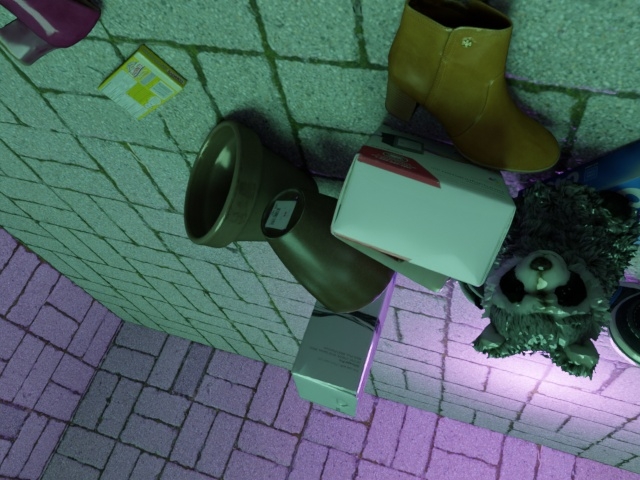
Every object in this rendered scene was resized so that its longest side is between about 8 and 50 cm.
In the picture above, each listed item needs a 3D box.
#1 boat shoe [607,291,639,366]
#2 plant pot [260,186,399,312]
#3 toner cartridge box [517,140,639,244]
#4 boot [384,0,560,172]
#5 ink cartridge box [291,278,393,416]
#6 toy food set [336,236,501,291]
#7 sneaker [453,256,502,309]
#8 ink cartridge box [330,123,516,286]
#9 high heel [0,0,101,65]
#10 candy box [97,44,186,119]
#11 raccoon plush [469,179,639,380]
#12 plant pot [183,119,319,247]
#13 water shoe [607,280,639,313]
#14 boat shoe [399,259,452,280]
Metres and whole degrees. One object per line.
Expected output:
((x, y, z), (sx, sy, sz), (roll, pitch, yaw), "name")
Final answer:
((0.725, 0.103, 0.847), (0.501, 0.186, 0.156), (-8, 138, 12), "boat shoe")
((0.000, 0.000, 1.036), (0.215, 0.215, 0.230), (-4, 152, 42), "plant pot")
((0.506, -0.069, 0.865), (0.165, 0.075, 0.348), (28, 154, -19), "toner cartridge box")
((0.233, -0.214, 0.750), (0.295, 0.104, 0.211), (23, 155, 5), "boot")
((0.073, 0.216, 1.377), (0.166, 0.394, 0.285), (15, 154, 11), "ink cartridge box")
((0.195, 0.000, 0.978), (0.220, 0.306, 0.092), (30, 118, 30), "toy food set")
((0.407, 0.109, 1.222), (0.229, 0.132, 0.086), (19, 155, 4), "sneaker")
((0.162, -0.075, 0.843), (0.226, 0.306, 0.131), (18, 114, 5), "ink cartridge box")
((-0.538, -0.476, 0.857), (0.181, 0.127, 0.377), (-23, 133, 17), "high heel")
((-0.365, -0.314, 1.086), (0.206, 0.027, 0.105), (-10, 138, 47), "candy box")
((0.413, 0.116, 0.863), (0.216, 0.299, 0.446), (-9, 143, 46), "raccoon plush")
((-0.132, -0.096, 1.134), (0.229, 0.262, 0.263), (15, 160, -31), "plant pot")
((0.596, 0.127, 1.115), (0.203, 0.080, 0.072), (-1, 135, -5), "water shoe")
((0.168, 0.015, 1.256), (0.302, 0.113, 0.103), (29, 157, 7), "boat shoe")
